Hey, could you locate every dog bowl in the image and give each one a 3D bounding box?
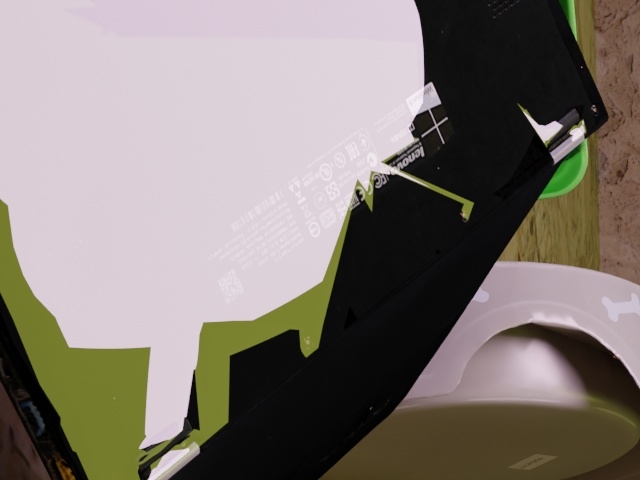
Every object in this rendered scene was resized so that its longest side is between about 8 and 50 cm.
[{"bbox_3d":[0.102,0.114,1.351,0.349,0.349,0.102,49,36,-64],"label":"dog bowl"}]

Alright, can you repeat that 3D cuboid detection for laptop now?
[{"bbox_3d":[-0.068,-0.010,0.893,0.382,0.236,0.408,-37,108,-42],"label":"laptop"}]

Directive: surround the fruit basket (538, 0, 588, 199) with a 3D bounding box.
[{"bbox_3d":[0.051,-0.187,1.404,0.392,0.283,0.392,-7,90,-90],"label":"fruit basket"}]
